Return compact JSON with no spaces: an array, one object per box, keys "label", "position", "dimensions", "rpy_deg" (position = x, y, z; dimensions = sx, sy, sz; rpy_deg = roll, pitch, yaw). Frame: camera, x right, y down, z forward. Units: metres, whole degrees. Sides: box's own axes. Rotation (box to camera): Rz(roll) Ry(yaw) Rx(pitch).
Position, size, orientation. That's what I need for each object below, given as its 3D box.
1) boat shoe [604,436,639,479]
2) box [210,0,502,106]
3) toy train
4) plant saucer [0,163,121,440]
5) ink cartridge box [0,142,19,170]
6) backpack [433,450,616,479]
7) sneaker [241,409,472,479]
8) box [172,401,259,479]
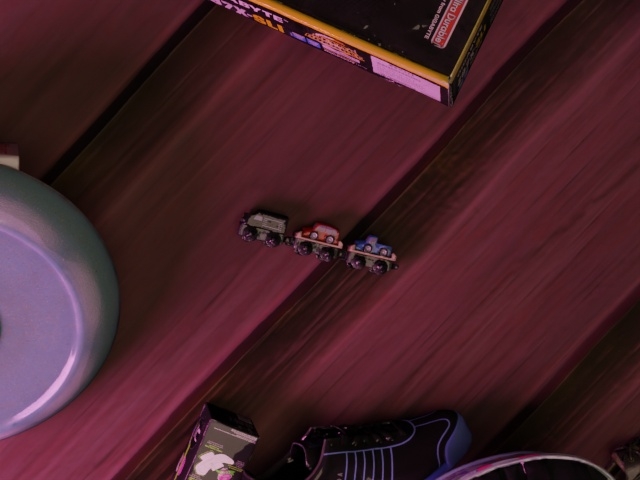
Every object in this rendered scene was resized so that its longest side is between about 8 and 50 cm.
[{"label":"boat shoe","position":[0.308,0.225,1.817],"dimensions":[0.049,0.056,0.152],"rpy_deg":[34,94,-19]},{"label":"box","position":[0.063,-0.311,1.579],"dimensions":[0.257,0.079,0.322],"rpy_deg":[25,80,10]},{"label":"toy train","position":[0.000,0.000,1.738],"dimensions":[0.158,0.027,0.036],"rpy_deg":[15,87,-11]},{"label":"plant saucer","position":[-0.335,0.069,1.626],"dimensions":[0.318,0.043,0.317],"rpy_deg":[-4,125,-5]},{"label":"ink cartridge box","position":[-0.334,-0.058,1.633],"dimensions":[0.135,0.099,0.056],"rpy_deg":[2,99,-11]},{"label":"backpack","position":[0.192,0.319,1.696],"dimensions":[0.225,0.191,0.253],"rpy_deg":[-15,91,-7]},{"label":"sneaker","position":[0.034,0.207,1.738],"dimensions":[0.232,0.081,0.090],"rpy_deg":[-29,113,-17]},{"label":"box","position":[-0.100,0.206,1.742],"dimensions":[0.052,0.062,0.083],"rpy_deg":[23,96,-13]}]
